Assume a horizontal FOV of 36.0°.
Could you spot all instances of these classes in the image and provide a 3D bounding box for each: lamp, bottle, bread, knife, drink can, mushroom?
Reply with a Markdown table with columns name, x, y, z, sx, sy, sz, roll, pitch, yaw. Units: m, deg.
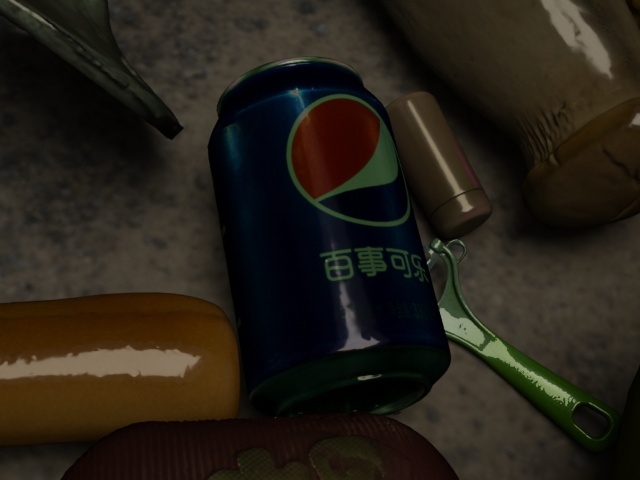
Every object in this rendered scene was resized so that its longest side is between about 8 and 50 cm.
| name | x | y | z | sx | sy | sz | roll | pitch | yaw |
| --- | --- | --- | --- | --- | --- | --- | --- | --- | --- |
| lamp | -0.032 | 0.163 | 0.467 | 0.258 | 0.180 | 0.180 | 0 | 64 | -9 |
| bottle | 0.076 | -0.050 | 0.658 | 0.045 | 0.045 | 0.096 | -20 | 72 | -18 |
| bread | -0.163 | 0.069 | 0.530 | 0.239 | 0.073 | 0.092 | -2 | 24 | -11 |
| knife | 0.117 | 0.070 | 0.616 | 0.166 | 0.022 | 0.078 | 37 | 87 | 8 |
| drink can | 0.000 | 0.000 | 0.580 | 0.118 | 0.118 | 0.204 | -7 | 65 | -13 |
| mushroom | 0.114 | -0.189 | 0.686 | 0.154 | 0.137 | 0.407 | -8 | 58 | -28 |

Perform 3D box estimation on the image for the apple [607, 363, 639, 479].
| name | x | y | z | sx | sy | sz | roll | pitch | yaw |
| --- | --- | --- | --- | --- | --- | --- | --- | --- | --- |
| apple | 0.356 | 0.138 | 0.412 | 0.474 | 0.473 | 0.473 | 4 | 64 | -8 |

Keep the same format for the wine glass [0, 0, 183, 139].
| name | x | y | z | sx | sy | sz | roll | pitch | yaw |
| --- | --- | --- | --- | --- | --- | --- | --- | --- | --- |
| wine glass | -0.054 | -0.282 | 0.579 | 0.267 | 0.267 | 0.406 | 37 | 91 | 9 |

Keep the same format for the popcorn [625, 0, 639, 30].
| name | x | y | z | sx | sy | sz | roll | pitch | yaw |
| --- | --- | --- | --- | --- | --- | --- | --- | --- | --- |
| popcorn | 0.337 | -0.160 | 0.684 | 0.250 | 0.190 | 0.250 | 0 | 71 | 1 |
